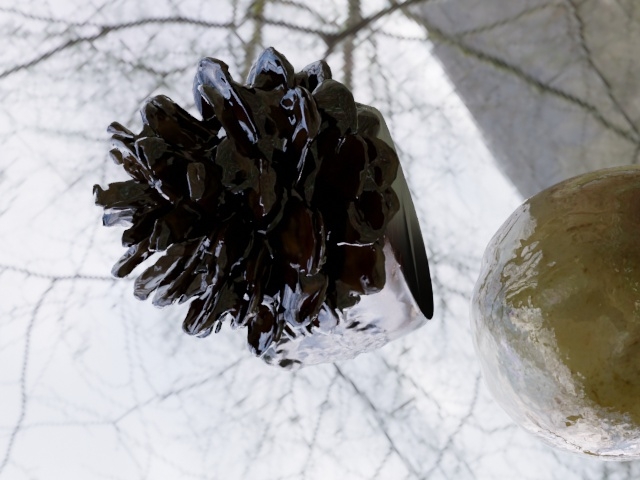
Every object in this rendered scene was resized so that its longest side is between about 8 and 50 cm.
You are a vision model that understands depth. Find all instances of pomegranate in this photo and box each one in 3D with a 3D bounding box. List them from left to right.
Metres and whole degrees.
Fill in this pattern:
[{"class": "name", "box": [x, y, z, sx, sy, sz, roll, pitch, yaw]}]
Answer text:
[{"class": "pomegranate", "box": [0.303, 0.064, 1.215, 0.319, 0.319, 0.319, 42, -155, -25]}]

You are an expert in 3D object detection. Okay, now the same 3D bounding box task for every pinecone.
[{"class": "pinecone", "box": [-0.035, -0.019, 0.560, 0.121, 0.140, 0.140, 1, -128, -34]}]

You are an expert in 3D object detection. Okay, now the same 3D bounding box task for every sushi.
[{"class": "sushi", "box": [0.000, 0.000, 0.884, 0.225, 0.126, 0.136, 65, -160, -56]}]
